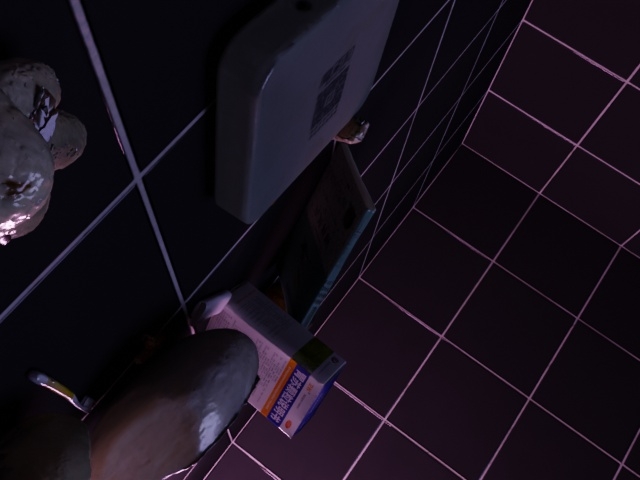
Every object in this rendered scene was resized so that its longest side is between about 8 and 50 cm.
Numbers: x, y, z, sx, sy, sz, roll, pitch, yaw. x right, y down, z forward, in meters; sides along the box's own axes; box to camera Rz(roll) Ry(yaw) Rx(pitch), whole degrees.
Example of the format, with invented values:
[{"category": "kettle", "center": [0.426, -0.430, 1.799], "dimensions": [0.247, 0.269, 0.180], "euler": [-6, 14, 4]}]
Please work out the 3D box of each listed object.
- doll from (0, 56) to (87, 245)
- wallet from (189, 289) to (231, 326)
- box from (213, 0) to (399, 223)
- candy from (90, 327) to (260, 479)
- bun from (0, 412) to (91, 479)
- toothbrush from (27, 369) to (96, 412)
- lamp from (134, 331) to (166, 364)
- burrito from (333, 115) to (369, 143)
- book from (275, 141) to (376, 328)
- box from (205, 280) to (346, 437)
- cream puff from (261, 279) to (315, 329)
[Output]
[{"category": "doll", "center": [-0.245, -0.049, 0.520], "dimensions": [0.278, 0.149, 0.175], "euler": [-69, 160, -82]}, {"category": "wallet", "center": [-0.227, 0.138, 1.437], "dimensions": [0.061, 0.025, 0.122], "euler": [-60, 169, 15]}, {"category": "box", "center": [-0.019, -0.239, 1.023], "dimensions": [0.367, 0.090, 0.373], "euler": [-50, 168, -29]}, {"category": "candy", "center": [-0.276, 0.312, 1.316], "dimensions": [0.386, 0.186, 0.427], "euler": [-45, 179, 20]}, {"category": "bun", "center": [-0.409, 0.363, 0.923], "dimensions": [0.287, 0.146, 0.287], "euler": [-45, -150, 35]}, {"category": "toothbrush", "center": [-0.382, 0.226, 1.046], "dimensions": [0.288, 0.021, 0.024], "euler": [99, 17, -68]}, {"category": "lamp", "center": [-0.302, 0.187, 1.252], "dimensions": [0.063, 0.031, 0.083], "euler": [-55, 173, 11]}, {"category": "burrito", "center": [0.034, -0.208, 1.294], "dimensions": [0.051, 0.042, 0.171], "euler": [-51, -149, -8]}, {"category": "book", "center": [0.000, 0.000, 1.574], "dimensions": [0.379, 0.031, 0.264], "euler": [-61, -152, 30]}, {"category": "box", "center": [-0.116, 0.264, 1.558], "dimensions": [0.106, 0.299, 0.200], "euler": [-37, 159, -52]}, {"category": "cream puff", "center": [-0.115, 0.220, 1.838], "dimensions": [0.269, 0.155, 0.241], "euler": [-55, 169, 11]}]
